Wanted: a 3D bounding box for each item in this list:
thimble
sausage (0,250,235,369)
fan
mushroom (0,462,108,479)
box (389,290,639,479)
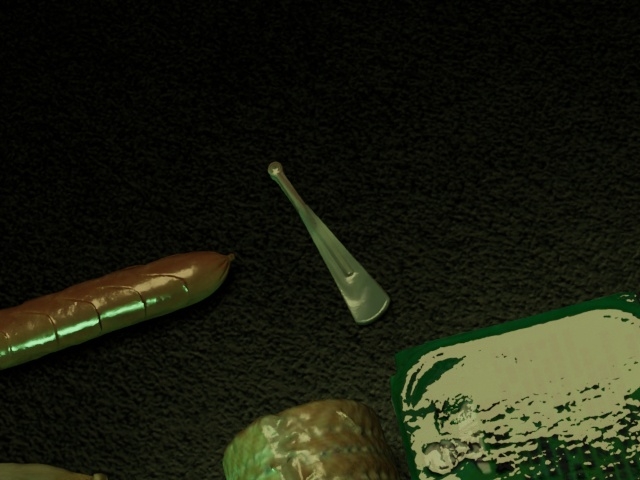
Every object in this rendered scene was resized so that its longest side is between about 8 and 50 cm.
[{"bbox_3d":[-0.004,0.284,1.296,0.195,0.229,0.148,-14,65,-14],"label":"thimble"},{"bbox_3d":[-0.319,0.097,1.532,0.433,0.088,0.088,-20,64,3],"label":"sausage"},{"bbox_3d":[0.000,0.000,1.538,0.057,0.023,0.282,-39,64,4],"label":"fan"},{"bbox_3d":[-0.376,0.329,1.446,0.223,0.081,0.092,-7,47,7],"label":"mushroom"},{"bbox_3d":[0.268,0.227,1.330,0.336,0.106,0.264,-15,64,7],"label":"box"}]
